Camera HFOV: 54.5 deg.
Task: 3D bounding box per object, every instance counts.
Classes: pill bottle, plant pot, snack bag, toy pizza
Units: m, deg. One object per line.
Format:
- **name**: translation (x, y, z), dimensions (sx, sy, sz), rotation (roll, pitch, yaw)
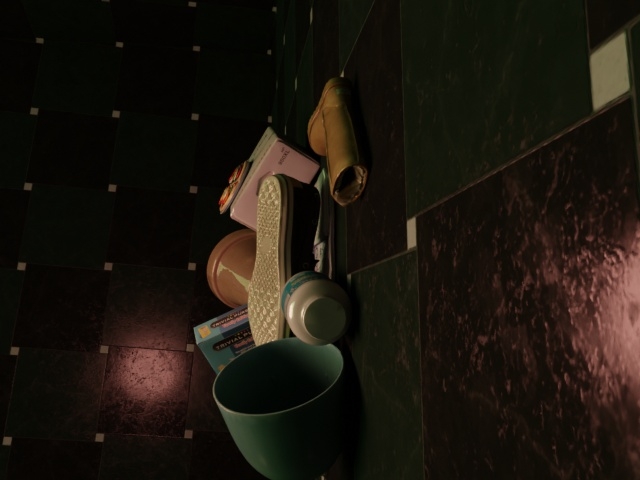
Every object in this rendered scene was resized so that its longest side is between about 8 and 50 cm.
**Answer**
- **pill bottle**: translation (-0.009, 0.153, 1.412), dimensions (0.264, 0.146, 0.146), rotation (-156, 66, -80)
- **plant pot**: translation (-0.194, 0.115, 1.906), dimensions (0.229, 0.263, 0.263), rotation (-148, 57, -60)
- **snack bag**: translation (0.000, 0.000, 1.736), dimensions (0.323, 0.037, 0.342), rotation (139, 131, -78)
- **plant pot**: translation (-0.068, 0.394, 1.396), dimensions (0.293, 0.293, 0.235), rotation (-112, 9, -69)
- **toy pizza**: translation (-0.290, -0.180, 2.041), dimensions (0.201, 0.032, 0.201), rotation (-56, 15, 24)

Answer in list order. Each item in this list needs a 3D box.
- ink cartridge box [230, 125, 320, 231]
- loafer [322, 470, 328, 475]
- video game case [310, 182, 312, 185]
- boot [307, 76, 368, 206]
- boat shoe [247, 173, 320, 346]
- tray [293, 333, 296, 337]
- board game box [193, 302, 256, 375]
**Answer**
- **ink cartridge box**: translation (-0.162, -0.200, 2.047), dimensions (0.285, 0.166, 0.395), rotation (-58, 15, 9)
- **loafer**: translation (0.002, 0.578, 1.676), dimensions (0.039, 0.045, 0.125), rotation (-91, 3, -63)
- **video game case**: translation (-0.124, -0.089, 2.087), dimensions (0.227, 0.026, 0.206), rotation (-23, 36, 62)
- **boot**: translation (0.032, -0.186, 1.349), dimensions (0.236, 0.089, 0.269), rotation (102, 165, -54)
- **boat shoe**: translation (-0.085, 0.077, 1.638), dimensions (0.187, 0.156, 0.500), rotation (12, 99, 54)
- **tray**: translation (-0.086, 0.387, 1.731), dimensions (0.145, 0.030, 0.270), rotation (25, -115, -49)
- **board game box**: translation (-0.186, 0.340, 1.840), dimensions (0.079, 0.254, 0.336), rotation (-121, 8, -55)
